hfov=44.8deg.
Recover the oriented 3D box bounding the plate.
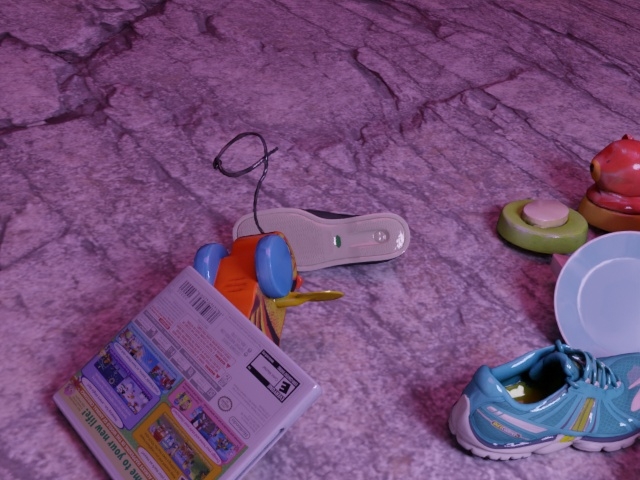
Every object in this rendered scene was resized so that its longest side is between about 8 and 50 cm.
[{"bbox_3d":[0.383,0.082,0.959,0.188,0.024,0.188,-2,76,7],"label":"plate"}]

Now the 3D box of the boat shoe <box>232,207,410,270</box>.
[{"bbox_3d":[0.000,0.000,1.044,0.233,0.084,0.079,1,-2,0],"label":"boat shoe"}]

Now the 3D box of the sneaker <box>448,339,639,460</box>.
[{"bbox_3d":[0.270,0.162,0.830,0.275,0.110,0.107,-7,38,-22],"label":"sneaker"}]

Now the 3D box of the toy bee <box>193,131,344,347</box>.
[{"bbox_3d":[-0.059,0.047,0.898,0.195,0.162,0.298,12,64,29],"label":"toy bee"}]

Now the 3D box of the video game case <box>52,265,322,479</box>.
[{"bbox_3d":[-0.134,0.149,0.748,0.193,0.023,0.212,-45,56,-11],"label":"video game case"}]

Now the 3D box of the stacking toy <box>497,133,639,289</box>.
[{"bbox_3d":[0.420,-0.044,1.098,0.279,0.130,0.309,-4,28,-15],"label":"stacking toy"}]
